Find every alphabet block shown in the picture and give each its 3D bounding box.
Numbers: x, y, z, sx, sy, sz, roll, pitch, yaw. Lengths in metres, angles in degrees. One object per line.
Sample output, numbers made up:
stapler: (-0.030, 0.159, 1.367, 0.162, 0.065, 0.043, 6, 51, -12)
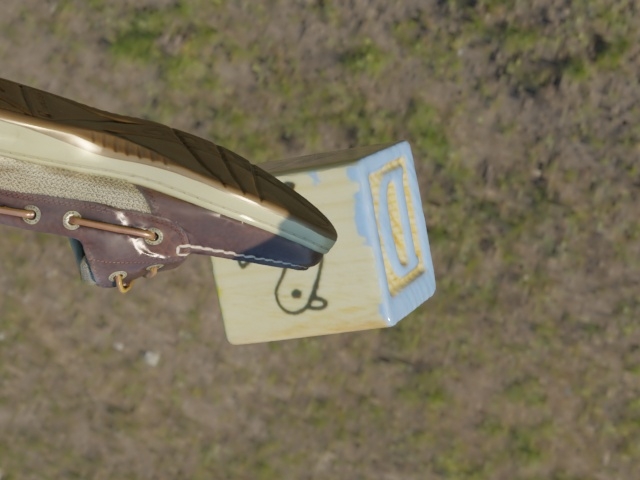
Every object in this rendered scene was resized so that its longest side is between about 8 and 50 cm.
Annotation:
alphabet block: (0.000, 0.000, 1.719, 0.197, 0.193, 0.192, -9, 95, 21)

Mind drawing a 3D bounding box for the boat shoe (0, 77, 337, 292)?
boat shoe: (-0.157, -0.024, 1.164, 0.342, 0.123, 0.123, 16, 107, -22)
